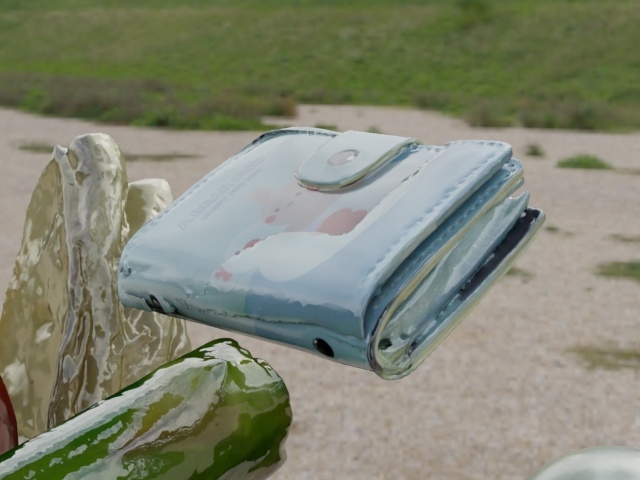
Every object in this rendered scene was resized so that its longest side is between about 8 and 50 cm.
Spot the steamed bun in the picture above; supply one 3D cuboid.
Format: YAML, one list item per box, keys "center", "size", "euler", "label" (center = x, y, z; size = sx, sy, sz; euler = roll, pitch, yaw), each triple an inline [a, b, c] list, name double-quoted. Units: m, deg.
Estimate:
- center: [-0.176, 0.162, 0.966]
  size: [0.189, 0.428, 0.247]
  euler: [19, -28, -37]
  label: "steamed bun"

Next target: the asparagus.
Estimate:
- center: [-0.122, 0.123, 0.569]
  size: [0.085, 0.082, 0.343]
  euler: [-15, 5, 42]
  label: "asparagus"

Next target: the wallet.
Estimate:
- center: [0.000, 0.000, 0.789]
  size: [0.250, 0.075, 0.176]
  euler: [9, 44, 48]
  label: "wallet"

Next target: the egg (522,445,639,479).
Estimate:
- center: [0.159, 0.205, 0.710]
  size: [0.151, 0.209, 0.151]
  euler: [4, 50, -5]
  label: "egg"

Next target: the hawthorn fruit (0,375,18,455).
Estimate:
- center: [-0.311, 0.108, 0.693]
  size: [0.275, 0.275, 0.300]
  euler: [-3, 27, -26]
  label: "hawthorn fruit"
